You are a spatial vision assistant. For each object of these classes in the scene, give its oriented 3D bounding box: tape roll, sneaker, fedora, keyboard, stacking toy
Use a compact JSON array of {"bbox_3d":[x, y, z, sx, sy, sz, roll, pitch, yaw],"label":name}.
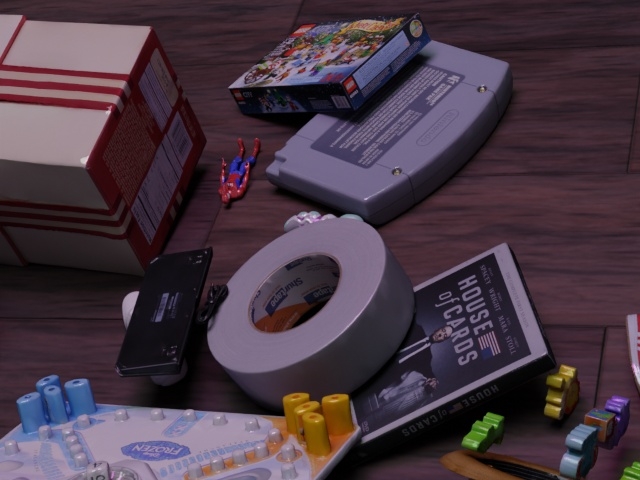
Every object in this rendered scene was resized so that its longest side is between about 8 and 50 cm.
[{"bbox_3d":[-0.011,0.078,1.673,0.219,0.072,0.219,-24,35,18],"label":"tape roll"},{"bbox_3d":[0.000,0.000,1.828,0.098,0.038,0.069,-3,41,16],"label":"sneaker"},{"bbox_3d":[-0.191,0.096,1.768,0.053,0.061,0.152,-26,40,-8],"label":"sneaker"},{"bbox_3d":[0.195,0.251,1.425,0.194,0.194,0.079,17,92,33],"label":"fedora"},{"bbox_3d":[-0.155,0.077,1.713,0.108,0.023,0.180,-9,42,19],"label":"keyboard"},{"bbox_3d":[0.346,0.114,1.581,0.067,0.042,0.118,-10,39,13],"label":"sneaker"},{"bbox_3d":[0.255,0.187,1.460,0.167,0.052,0.221,15,21,31],"label":"stacking toy"}]

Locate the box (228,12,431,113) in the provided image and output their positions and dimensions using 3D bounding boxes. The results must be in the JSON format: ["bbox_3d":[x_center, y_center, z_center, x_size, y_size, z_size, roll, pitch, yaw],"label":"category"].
[{"bbox_3d":[0.009,-0.227,2.022,0.233,0.044,0.159,4,41,50],"label":"box"}]

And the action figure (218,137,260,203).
[{"bbox_3d":[-0.105,-0.086,1.971,0.038,0.030,0.115,3,46,14],"label":"action figure"}]

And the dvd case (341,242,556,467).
[{"bbox_3d":[0.112,0.116,1.620,0.238,0.029,0.179,-28,38,12],"label":"dvd case"}]

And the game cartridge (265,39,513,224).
[{"bbox_3d":[0.098,-0.138,1.943,0.198,0.062,0.297,26,55,33],"label":"game cartridge"}]

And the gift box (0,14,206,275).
[{"bbox_3d":[-0.309,-0.124,1.915,0.258,0.255,0.276,5,51,21],"label":"gift box"}]

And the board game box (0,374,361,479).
[{"bbox_3d":[-0.212,0.236,1.491,0.390,0.050,0.390,1,21,27],"label":"board game box"}]
